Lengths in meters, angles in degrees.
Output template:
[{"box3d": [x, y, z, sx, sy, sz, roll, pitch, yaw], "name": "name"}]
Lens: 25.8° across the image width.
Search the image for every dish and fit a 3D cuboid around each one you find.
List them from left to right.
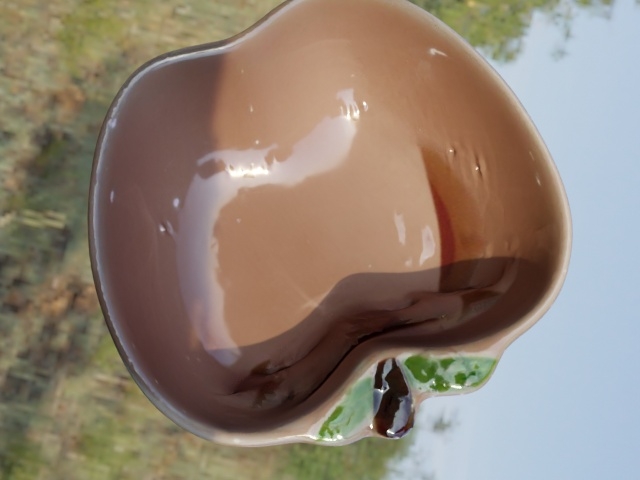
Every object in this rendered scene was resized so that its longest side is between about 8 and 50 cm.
[{"box3d": [0.000, 0.000, 0.637, 0.090, 0.213, 0.213, 96, 7, -76], "name": "dish"}]
